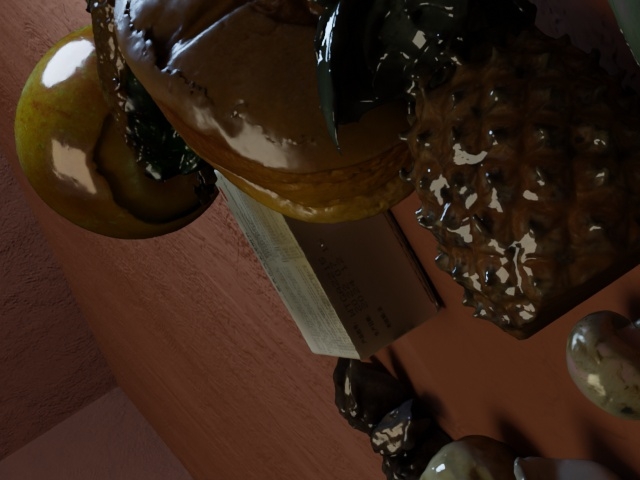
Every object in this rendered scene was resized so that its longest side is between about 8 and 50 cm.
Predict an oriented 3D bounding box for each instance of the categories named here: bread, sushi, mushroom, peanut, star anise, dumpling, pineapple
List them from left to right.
[{"bbox_3d":[-0.118,-0.162,1.268,0.287,0.149,0.140,95,150,-52],"label":"sushi"},{"bbox_3d":[-0.024,-0.132,1.021,0.270,0.195,0.142,44,166,29],"label":"bread"},{"bbox_3d":[0.082,0.209,1.559,0.212,0.073,0.197,53,166,6],"label":"star anise"},{"bbox_3d":[0.061,-0.117,0.858,0.364,0.165,0.165,54,164,13],"label":"pineapple"},{"bbox_3d":[0.175,0.285,1.336,0.224,0.129,0.129,55,164,10],"label":"peanut"},{"bbox_3d":[0.220,0.252,1.158,0.150,0.092,0.176,-86,-20,-61],"label":"dumpling"},{"bbox_3d":[0.205,0.081,0.971,0.083,0.067,0.083,37,-164,-13],"label":"mushroom"}]

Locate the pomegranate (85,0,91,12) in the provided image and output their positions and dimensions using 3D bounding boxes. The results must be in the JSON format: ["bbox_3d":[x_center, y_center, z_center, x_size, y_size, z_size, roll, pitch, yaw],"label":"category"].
[{"bbox_3d":[-0.159,-0.254,1.371,0.161,0.122,0.122,-33,90,37],"label":"pomegranate"}]

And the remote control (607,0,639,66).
[{"bbox_3d":[0.171,-0.122,0.727,0.256,0.045,0.097,58,164,8],"label":"remote control"}]

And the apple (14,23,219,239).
[{"bbox_3d":[-0.207,-0.114,1.572,0.207,0.237,0.237,26,149,31],"label":"apple"}]

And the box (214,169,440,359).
[{"bbox_3d":[0.000,0.000,1.368,0.212,0.095,0.168,61,162,-7],"label":"box"}]
